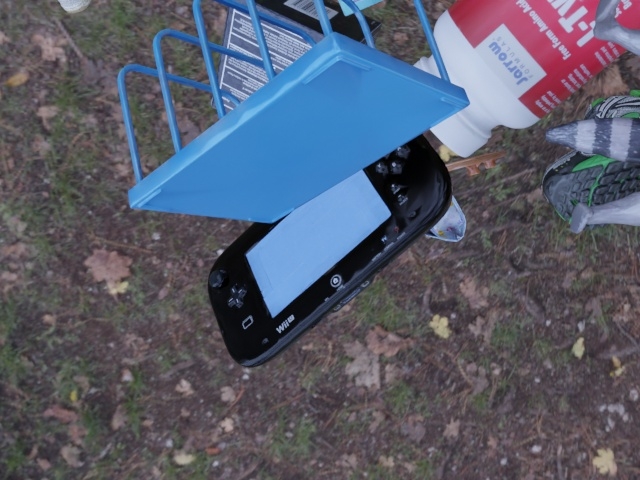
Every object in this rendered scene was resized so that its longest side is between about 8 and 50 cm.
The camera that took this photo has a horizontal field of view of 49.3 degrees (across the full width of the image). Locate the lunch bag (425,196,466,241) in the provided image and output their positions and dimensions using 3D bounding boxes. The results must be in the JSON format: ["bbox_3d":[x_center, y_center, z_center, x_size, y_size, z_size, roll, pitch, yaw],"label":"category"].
[{"bbox_3d":[0.123,-0.037,0.792,0.053,0.071,0.083,-40,122,1],"label":"lunch bag"}]

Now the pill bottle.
[{"bbox_3d":[0.327,-0.323,1.065,0.408,0.229,0.229,-41,86,24],"label":"pill bottle"}]

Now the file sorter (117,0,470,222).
[{"bbox_3d":[-0.026,-0.094,0.416,0.170,0.118,0.104,-28,69,36],"label":"file sorter"}]

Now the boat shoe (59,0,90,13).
[{"bbox_3d":[-0.372,-0.427,1.045,0.063,0.059,0.169,-9,71,11],"label":"boat shoe"}]

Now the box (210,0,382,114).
[{"bbox_3d":[-0.062,-0.394,1.571,0.296,0.182,0.294,28,132,9],"label":"box"}]

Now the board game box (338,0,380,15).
[{"bbox_3d":[0.122,-0.542,1.172,0.254,0.335,0.079,-20,138,12],"label":"board game box"}]

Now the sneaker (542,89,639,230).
[{"bbox_3d":[0.414,-0.124,1.002,0.146,0.344,0.134,43,137,26],"label":"sneaker"}]

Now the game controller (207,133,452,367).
[{"bbox_3d":[0.000,0.000,0.771,0.319,0.166,0.067,-42,130,17],"label":"game controller"}]

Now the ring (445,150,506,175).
[{"bbox_3d":[0.211,-0.128,1.422,0.337,0.337,0.032,-13,95,24],"label":"ring"}]

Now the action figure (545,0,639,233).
[{"bbox_3d":[0.389,-0.131,0.607,0.331,0.178,0.341,7,77,-2],"label":"action figure"}]
